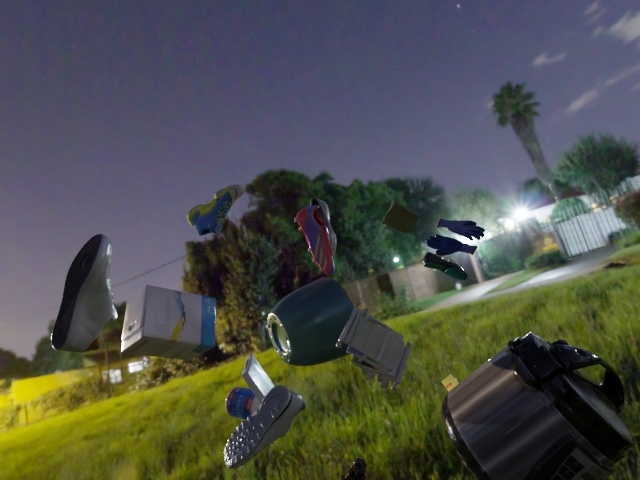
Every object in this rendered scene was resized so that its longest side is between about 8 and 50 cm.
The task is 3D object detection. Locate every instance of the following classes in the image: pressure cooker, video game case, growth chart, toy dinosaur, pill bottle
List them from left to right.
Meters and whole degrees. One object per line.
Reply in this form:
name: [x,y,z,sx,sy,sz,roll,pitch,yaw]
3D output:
pill bottle: [-0.275,0.684,1.860,0.222,0.124,0.124,-3,-5,32]
video game case: [-0.184,0.506,1.506,0.026,0.226,0.206,-34,4,-2]
toy dinosaur: [0.126,1.039,1.770,0.165,0.321,0.218,-10,-20,11]
growth chart: [0.156,0.304,1.271,0.171,0.237,0.021,-56,12,-22]
pressure cooker: [0.584,0.451,1.191,0.420,0.375,0.370,-46,-16,17]

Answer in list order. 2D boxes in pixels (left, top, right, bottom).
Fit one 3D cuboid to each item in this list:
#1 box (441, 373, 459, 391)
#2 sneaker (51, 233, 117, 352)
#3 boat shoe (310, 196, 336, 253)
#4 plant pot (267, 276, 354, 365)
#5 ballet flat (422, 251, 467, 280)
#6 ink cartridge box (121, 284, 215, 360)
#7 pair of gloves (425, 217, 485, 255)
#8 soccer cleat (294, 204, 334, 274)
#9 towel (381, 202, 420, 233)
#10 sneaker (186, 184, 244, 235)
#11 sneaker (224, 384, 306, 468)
box: [0.573,0.633,1.884,0.058,0.087,0.232,-38,-7,2]
sneaker: [-0.561,0.132,1.116,0.106,0.289,0.123,3,-15,35]
boat shoe: [0.003,-0.067,2.313,0.118,0.320,0.103,-13,-19,20]
plant pot: [-0.042,0.300,1.557,0.235,0.292,0.293,-18,-9,-27]
ballet flat: [0.499,0.095,1.786,0.203,0.074,0.074,20,-22,-13]
ink cartridge box: [-0.555,0.309,1.650,0.270,0.197,0.198,19,-38,-37]
pair of gloves: [0.431,-0.009,1.435,0.160,0.023,0.198,14,43,27]
soccer cleat: [0.000,0.000,1.534,0.095,0.247,0.083,-24,6,18]
towel: [0.336,-0.093,1.878,0.148,0.027,0.110,21,-66,-26]
sneaker: [-0.356,-0.097,1.599,0.240,0.126,0.091,-30,-16,14]
sneaker: [-0.134,0.468,1.095,0.235,0.090,0.095,-45,-51,-3]
